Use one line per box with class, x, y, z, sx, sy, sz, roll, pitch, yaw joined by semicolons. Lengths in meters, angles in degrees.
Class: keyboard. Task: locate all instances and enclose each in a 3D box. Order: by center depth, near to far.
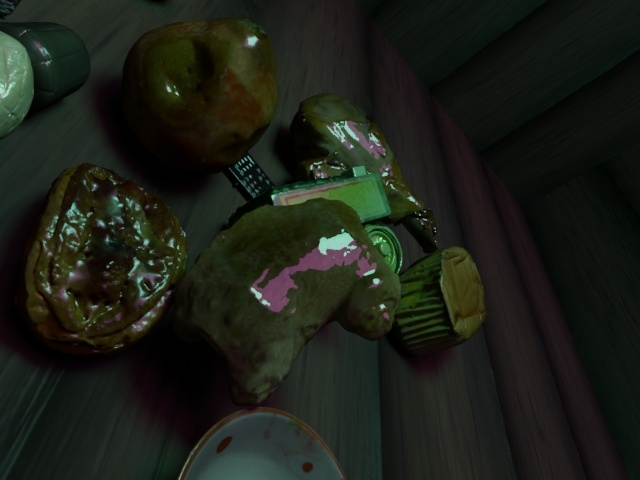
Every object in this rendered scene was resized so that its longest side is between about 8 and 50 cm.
keyboard;-0.070;-0.043;0.909;0.310;0.018;0.101;52;28;-10

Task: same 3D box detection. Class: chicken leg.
chicken leg;0.071;-0.102;1.014;0.409;0.182;0.295;45;42;-4

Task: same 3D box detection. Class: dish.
dish;-0.065;0.306;0.498;0.260;0.085;0.261;37;36;-33

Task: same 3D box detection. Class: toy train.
toy train;0.000;0.000;0.780;0.271;0.159;0.189;-15;86;-38

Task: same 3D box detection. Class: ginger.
ginger;-0.026;0.059;0.577;0.221;0.130;0.276;30;63;0

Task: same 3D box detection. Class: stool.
stool;-0.331;-0.208;0.595;0.096;0.096;0.110;49;26;-14

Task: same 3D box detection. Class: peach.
peach;-0.162;-0.218;0.726;0.214;0.235;0.214;41;23;-21

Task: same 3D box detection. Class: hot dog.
hot dog;-0.226;0.009;0.538;0.160;0.099;0.227;31;35;-40

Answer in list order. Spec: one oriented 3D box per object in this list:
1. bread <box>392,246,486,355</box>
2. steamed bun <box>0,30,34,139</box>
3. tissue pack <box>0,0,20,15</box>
bread;0.240;0.125;1.082;0.288;0.156;0.204;-21;94;-60
steamed bun;-0.351;-0.149;0.501;0.112;0.090;0.130;25;54;-30
tissue pack;-0.444;-0.359;0.614;0.112;0.051;0.157;-4;64;-58
